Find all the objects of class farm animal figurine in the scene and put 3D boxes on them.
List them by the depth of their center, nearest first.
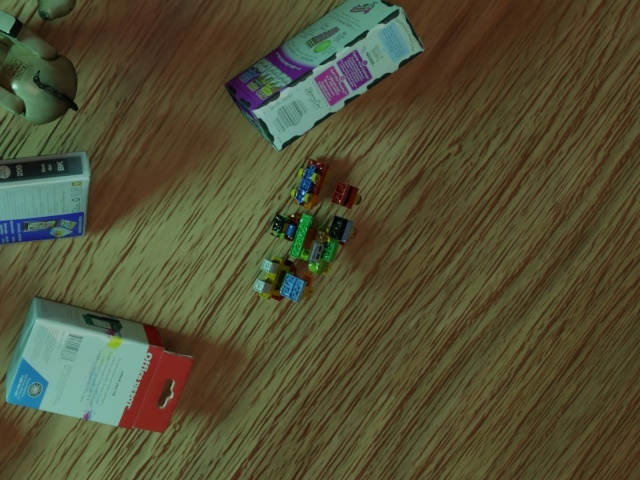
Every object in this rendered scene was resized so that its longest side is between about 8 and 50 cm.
[{"bbox_3d":[-0.379,-0.241,1.203,0.330,0.327,0.172,-45,151,6],"label":"farm animal figurine"}]

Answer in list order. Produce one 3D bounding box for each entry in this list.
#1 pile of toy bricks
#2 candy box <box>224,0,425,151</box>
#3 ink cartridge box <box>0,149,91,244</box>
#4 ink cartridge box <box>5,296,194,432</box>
[{"bbox_3d":[0.000,0.000,1.499,0.105,0.118,0.212,15,96,-56],"label":"pile of toy bricks"},{"bbox_3d":[0.001,-0.228,1.371,0.233,0.159,0.071,-36,118,-2],"label":"candy box"},{"bbox_3d":[-0.396,-0.044,1.296,0.208,0.206,0.045,-9,73,-17],"label":"ink cartridge box"},{"bbox_3d":[-0.311,0.179,1.465,0.231,0.078,0.134,18,104,-23],"label":"ink cartridge box"}]
